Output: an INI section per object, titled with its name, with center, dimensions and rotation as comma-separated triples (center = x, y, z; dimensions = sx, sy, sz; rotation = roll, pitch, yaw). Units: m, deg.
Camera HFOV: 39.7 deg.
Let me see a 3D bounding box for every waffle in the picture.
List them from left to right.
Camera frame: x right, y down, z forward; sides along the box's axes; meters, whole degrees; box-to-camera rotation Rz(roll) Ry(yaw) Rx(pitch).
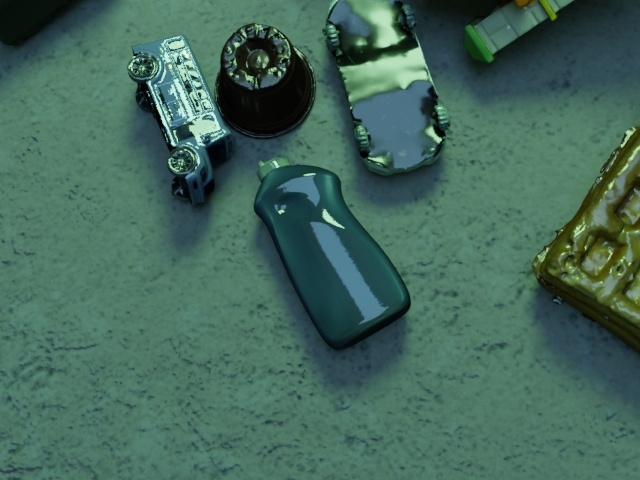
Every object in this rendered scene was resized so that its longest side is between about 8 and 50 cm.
[waffle]
center = 0.377, -0.034, 0.825
dimensions = 0.224, 0.098, 0.328
rotation = 37, 81, 13

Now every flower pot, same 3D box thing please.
[flower pot]
center = -0.061, -0.169, 0.893
dimensions = 0.111, 0.089, 0.111
rotation = -1, 77, 4

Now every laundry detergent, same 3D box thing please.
[laundry detergent]
center = 0.000, 0.000, 0.865
dimensions = 0.096, 0.061, 0.206
rotation = -33, 76, 5

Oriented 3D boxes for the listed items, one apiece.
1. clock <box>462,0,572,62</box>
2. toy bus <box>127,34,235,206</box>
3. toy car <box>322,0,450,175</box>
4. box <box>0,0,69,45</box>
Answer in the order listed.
[clock]
center = 0.191, -0.318, 0.828
dimensions = 0.255, 0.106, 0.220
rotation = -33, 98, 28
[toy bus]
center = -0.137, -0.122, 0.896
dimensions = 0.076, 0.073, 0.167
rotation = -21, 74, -11
[toy car]
center = 0.065, -0.164, 0.899
dimensions = 0.095, 0.056, 0.205
rotation = -16, 73, 1
[box]
center = -0.352, -0.358, 0.941
dimensions = 0.178, 0.138, 0.274
rotation = -42, 77, -1
